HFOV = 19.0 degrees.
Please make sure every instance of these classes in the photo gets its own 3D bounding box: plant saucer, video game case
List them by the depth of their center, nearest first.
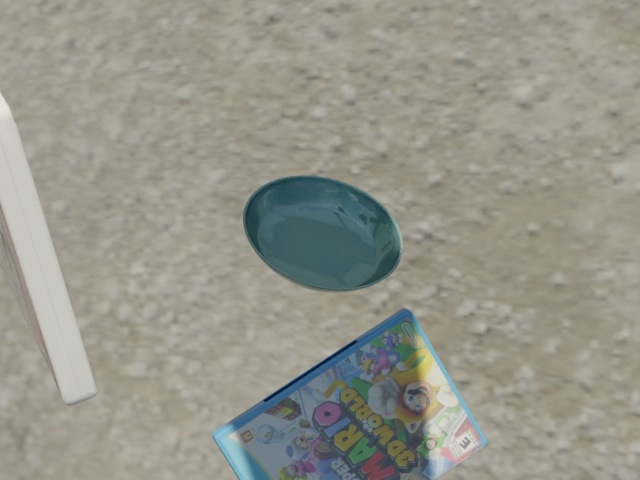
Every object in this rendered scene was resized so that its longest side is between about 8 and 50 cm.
[{"bbox_3d":[-0.214,-0.043,1.251,0.025,0.285,0.204,-19,119,-12],"label":"video game case"},{"bbox_3d":[0.022,0.141,1.358,0.166,0.015,0.119,-33,104,-9],"label":"video game case"},{"bbox_3d":[0.000,0.000,1.386,0.119,0.119,0.021,-10,139,-28],"label":"plant saucer"}]
